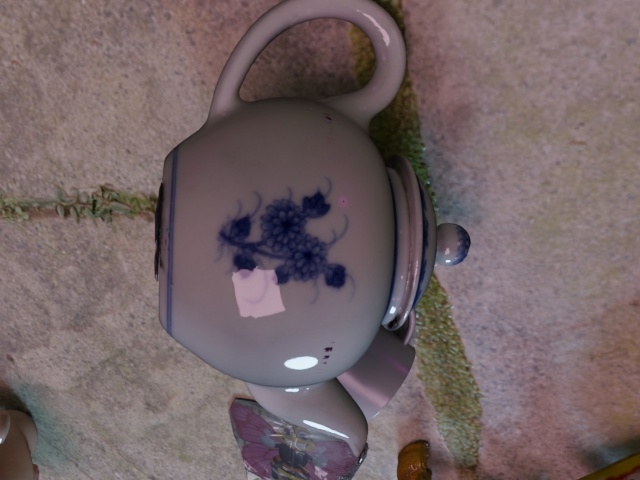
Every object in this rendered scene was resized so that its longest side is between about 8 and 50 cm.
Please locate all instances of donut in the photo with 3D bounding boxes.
[{"bbox_3d":[0.127,0.299,0.910,0.067,0.038,0.083,33,132,3],"label":"donut"}]

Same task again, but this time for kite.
[{"bbox_3d":[-0.044,0.371,1.051,0.204,0.022,0.360,15,128,14],"label":"kite"}]

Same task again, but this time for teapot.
[{"bbox_3d":[0.000,0.000,0.629,0.280,0.252,0.423,1,101,-10],"label":"teapot"}]

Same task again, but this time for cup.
[{"bbox_3d":[0.036,0.108,0.788,0.133,0.136,0.099,36,164,-3],"label":"cup"}]

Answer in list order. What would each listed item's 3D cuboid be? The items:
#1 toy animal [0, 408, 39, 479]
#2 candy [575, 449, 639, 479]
[{"bbox_3d":[-0.563,0.358,1.164,0.247,0.277,0.345,-24,80,17],"label":"toy animal"},{"bbox_3d":[0.406,0.344,0.759,0.146,0.088,0.276,-36,105,25],"label":"candy"}]
